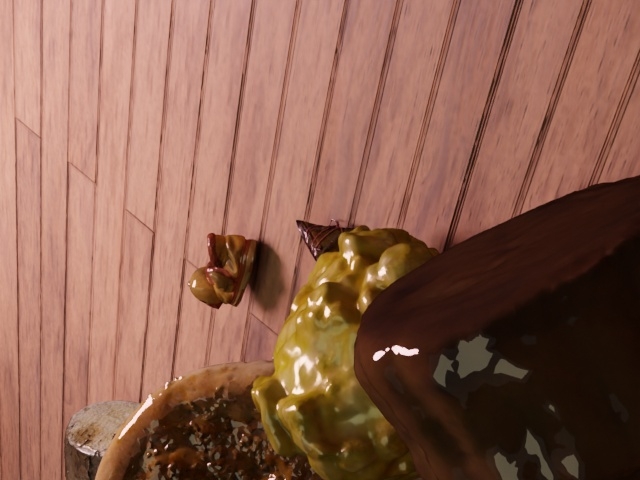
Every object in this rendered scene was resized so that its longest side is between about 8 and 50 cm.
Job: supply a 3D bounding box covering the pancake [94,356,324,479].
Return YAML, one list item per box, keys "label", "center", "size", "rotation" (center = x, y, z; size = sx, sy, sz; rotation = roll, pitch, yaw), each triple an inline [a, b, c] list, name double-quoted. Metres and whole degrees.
- label: "pancake"
  center: [-0.083, 0.322, 1.504]
  size: [0.382, 0.071, 0.382]
  rotation: [0, 93, 6]

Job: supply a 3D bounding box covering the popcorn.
- label: "popcorn"
  center: [0.068, 0.115, 1.251]
  size: [0.235, 0.242, 0.250]
  rotation: [17, 93, 11]

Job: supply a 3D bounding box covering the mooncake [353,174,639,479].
- label: "mooncake"
  center: [0.195, 0.082, 1.009]
  size: [0.324, 0.324, 0.187]
  rotation: [-16, 104, 52]

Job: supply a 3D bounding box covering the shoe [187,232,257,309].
- label: "shoe"
  center: [-0.119, 0.032, 1.537]
  size: [0.069, 0.072, 0.109]
  rotation: [19, 146, -11]

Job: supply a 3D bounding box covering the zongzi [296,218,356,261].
- label: "zongzi"
  center: [0.000, 0.000, 1.394]
  size: [0.073, 0.067, 0.083]
  rotation: [48, 159, 5]

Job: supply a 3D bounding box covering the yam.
- label: "yam"
  center: [-0.318, 0.349, 1.913]
  size: [0.154, 0.154, 0.254]
  rotation: [39, 142, 26]
